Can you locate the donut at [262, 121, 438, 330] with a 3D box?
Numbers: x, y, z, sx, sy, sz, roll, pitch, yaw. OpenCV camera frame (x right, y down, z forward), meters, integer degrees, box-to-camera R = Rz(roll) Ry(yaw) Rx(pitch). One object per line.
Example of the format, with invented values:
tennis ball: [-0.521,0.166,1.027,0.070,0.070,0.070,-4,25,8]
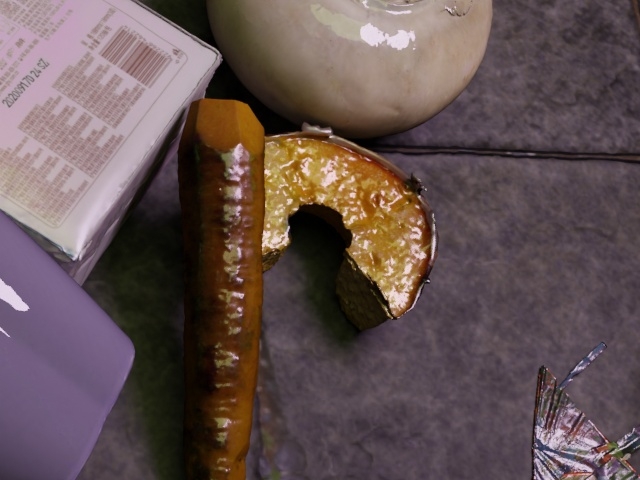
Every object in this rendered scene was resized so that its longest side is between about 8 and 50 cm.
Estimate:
donut: [0.000,-0.011,1.276,0.181,0.078,0.146,14,64,-4]

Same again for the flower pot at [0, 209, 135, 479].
flower pot: [-0.263,0.079,1.041,0.243,0.265,0.265,34,55,-11]

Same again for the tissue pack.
tissue pack: [-0.210,-0.084,1.217,0.185,0.124,0.225,31,55,1]

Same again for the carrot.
carrot: [-0.074,0.055,1.178,0.066,0.066,0.314,4,81,-18]

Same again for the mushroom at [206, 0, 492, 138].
mushroom: [0.033,-0.207,1.334,0.246,0.202,0.246,16,48,-19]

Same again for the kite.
kite: [0.224,0.175,1.291,0.160,0.010,0.183,-32,72,-28]
